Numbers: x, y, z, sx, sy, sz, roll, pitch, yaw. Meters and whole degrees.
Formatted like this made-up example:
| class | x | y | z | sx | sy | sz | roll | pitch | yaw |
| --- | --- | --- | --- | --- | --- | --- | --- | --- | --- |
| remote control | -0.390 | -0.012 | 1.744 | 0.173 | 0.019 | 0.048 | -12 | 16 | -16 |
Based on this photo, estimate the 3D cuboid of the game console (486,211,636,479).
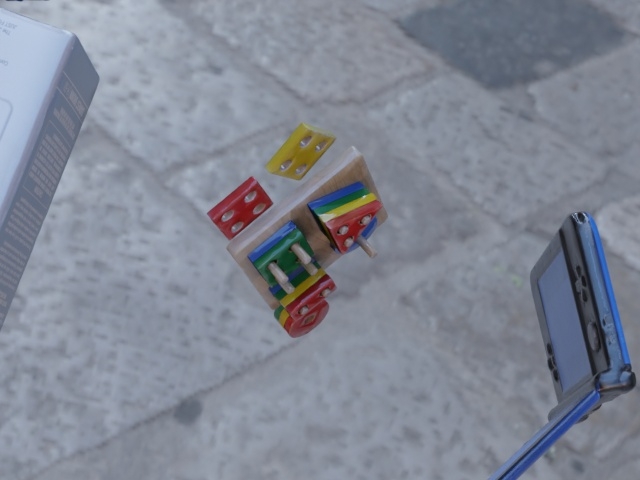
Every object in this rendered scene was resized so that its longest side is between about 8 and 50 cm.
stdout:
| class | x | y | z | sx | sy | sz | roll | pitch | yaw |
| --- | --- | --- | --- | --- | --- | --- | --- | --- | --- |
| game console | 0.194 | 0.134 | 1.420 | 0.173 | 0.293 | 0.250 | -11 | 77 | -3 |

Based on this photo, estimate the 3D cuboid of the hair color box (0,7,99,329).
| class | x | y | z | sx | sy | sz | roll | pitch | yaw |
| --- | --- | --- | --- | --- | --- | --- | --- | --- | --- |
| hair color box | -0.311 | 0.012 | 0.984 | 0.185 | 0.374 | 0.113 | 20 | -9 | 3 |

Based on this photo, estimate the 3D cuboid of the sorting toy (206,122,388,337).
| class | x | y | z | sx | sy | sz | roll | pitch | yaw |
| --- | --- | --- | --- | --- | --- | --- | --- | --- | --- |
| sorting toy | 0.000 | 0.000 | 1.178 | 0.132 | 0.274 | 0.046 | -39 | 65 | -5 |
